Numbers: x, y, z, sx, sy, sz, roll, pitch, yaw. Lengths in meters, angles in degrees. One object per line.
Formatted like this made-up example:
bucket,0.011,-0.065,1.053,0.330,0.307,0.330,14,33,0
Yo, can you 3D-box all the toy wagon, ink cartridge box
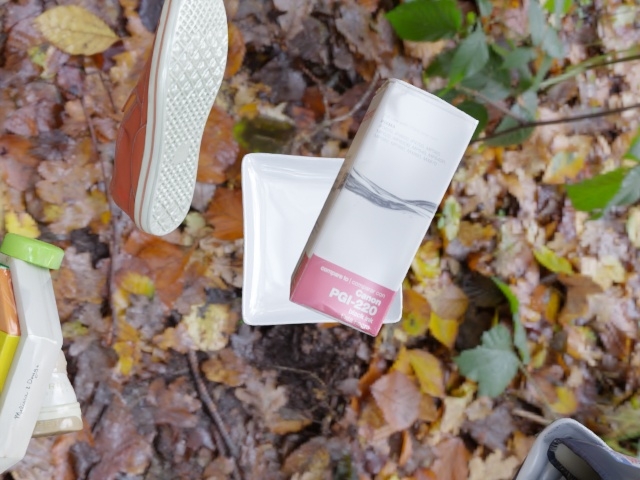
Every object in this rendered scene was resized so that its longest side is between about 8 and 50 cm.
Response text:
toy wagon,-0.386,0.105,0.793,0.068,0.345,0.267,25,82,-53
ink cartridge box,0.053,-0.034,0.776,0.092,0.158,0.217,23,95,-4

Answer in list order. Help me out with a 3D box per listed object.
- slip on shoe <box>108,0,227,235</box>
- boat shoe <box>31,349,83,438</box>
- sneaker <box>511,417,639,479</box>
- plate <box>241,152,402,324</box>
slip on shoe,-0.200,-0.170,1.008,0.123,0.101,0.331,-21,133,-57
boat shoe,-0.353,0.172,0.914,0.109,0.302,0.098,-2,81,-36
sneaker,0.229,0.155,0.473,0.282,0.099,0.153,-26,103,-16
plate,0.000,0.000,1.333,0.278,0.045,0.277,1,85,-19
